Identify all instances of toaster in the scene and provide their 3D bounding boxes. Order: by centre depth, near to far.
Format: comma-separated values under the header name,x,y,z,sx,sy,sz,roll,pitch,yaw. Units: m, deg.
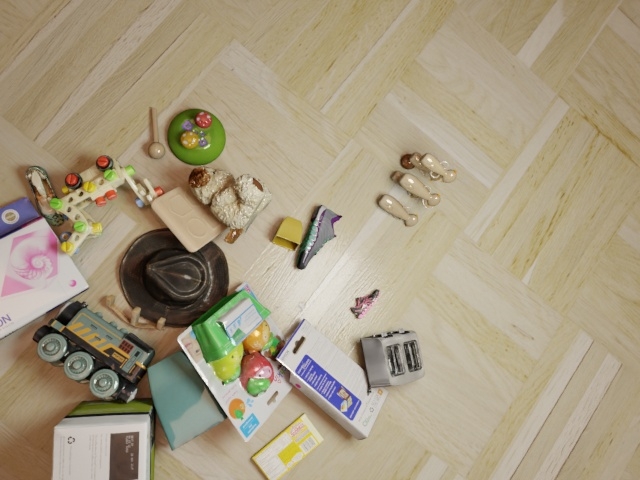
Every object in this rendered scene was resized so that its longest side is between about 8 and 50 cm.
name,x,y,z,sx,sy,sz,roll,pitch,yaw
toaster,0.225,0.377,1.655,0.168,0.110,0.186,-2,77,-36

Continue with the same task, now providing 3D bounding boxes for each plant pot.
name,x,y,z,sx,sy,sz,roll,pitch,yaw
plant pot,-0.397,0.448,1.524,0.165,0.166,0.234,-28,83,-13
plant pot,-0.100,-0.028,1.678,0.081,0.081,0.083,20,68,-9

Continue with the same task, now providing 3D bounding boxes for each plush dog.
name,x,y,z,sx,sy,sz,roll,pitch,yaw
plush dog,-0.292,-0.135,1.579,0.225,0.262,0.211,38,93,1

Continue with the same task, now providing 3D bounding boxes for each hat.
name,x,y,z,sx,sy,sz,roll,pitch,yaw
hat,-0.434,0.109,1.564,0.331,0.134,0.332,1,85,-12

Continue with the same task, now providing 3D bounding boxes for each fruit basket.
name,x,y,z,sx,sy,sz,roll,pitch,yaw
fruit basket,-0.207,0.333,1.528,0.353,0.165,0.327,55,40,-4

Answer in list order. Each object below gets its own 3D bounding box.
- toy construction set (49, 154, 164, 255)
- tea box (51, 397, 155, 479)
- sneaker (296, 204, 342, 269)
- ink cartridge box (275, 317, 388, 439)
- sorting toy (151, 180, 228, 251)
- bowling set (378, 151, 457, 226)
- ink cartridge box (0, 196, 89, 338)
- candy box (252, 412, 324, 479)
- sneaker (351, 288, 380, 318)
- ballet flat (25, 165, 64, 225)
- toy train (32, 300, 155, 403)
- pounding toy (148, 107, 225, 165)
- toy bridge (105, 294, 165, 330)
name,x,y,z,sx,sy,sz,roll,pitch,yaw
toy construction set,-0.629,-0.114,1.534,0.327,0.151,0.215,-28,79,-17
tea box,-0.557,0.613,1.386,0.219,0.323,0.329,1,83,-13
sneaker,0.000,0.000,1.694,0.098,0.083,0.224,24,79,-14
ink cartridge box,0.033,0.427,1.628,0.371,0.069,0.176,43,49,-7
sorting toy,-0.386,-0.082,1.608,0.193,0.038,0.208,50,44,-3
bowling set,0.337,-0.205,1.742,0.154,0.287,0.200,33,45,-13
ink cartridge box,-0.881,0.081,1.459,0.324,0.071,0.330,-35,96,-28
candy box,-0.100,0.644,1.632,0.205,0.027,0.105,-37,90,-13
sneaker,0.148,0.199,1.726,0.057,0.047,0.119,41,76,6
ballet flat,-0.813,-0.132,1.542,0.070,0.070,0.189,-26,90,-13
toy train,-0.637,0.315,1.494,0.333,0.142,0.190,33,65,3
pounding toy,-0.411,-0.335,1.625,0.236,0.110,0.183,2,84,-12
toy bridge,-0.549,0.227,1.562,0.188,0.026,0.063,24,122,2
